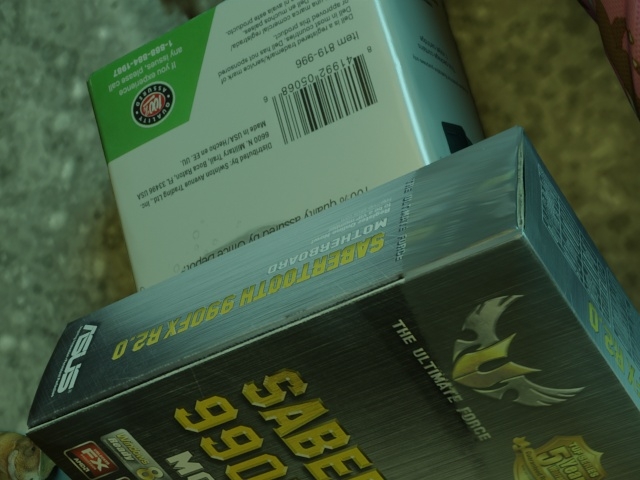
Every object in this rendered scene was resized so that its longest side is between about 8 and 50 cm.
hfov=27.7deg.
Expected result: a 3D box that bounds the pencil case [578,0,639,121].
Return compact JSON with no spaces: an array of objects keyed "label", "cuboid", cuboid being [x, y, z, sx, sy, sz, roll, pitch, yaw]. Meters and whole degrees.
[{"label":"pencil case","cuboid":[0.127,-0.147,0.471,0.167,0.160,0.386,-48,61,40]}]

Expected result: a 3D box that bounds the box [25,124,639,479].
[{"label":"box","cuboid":[0.042,0.092,0.456,0.183,0.231,0.056,-22,33,25]}]

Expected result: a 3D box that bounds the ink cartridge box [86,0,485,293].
[{"label":"ink cartridge box","cuboid":[0.000,0.000,0.562,0.153,0.087,0.208,-22,72,24]}]

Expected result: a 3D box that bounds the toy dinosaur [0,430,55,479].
[{"label":"toy dinosaur","cuboid":[-0.229,0.101,0.700,0.211,0.064,0.112,25,76,21]}]
